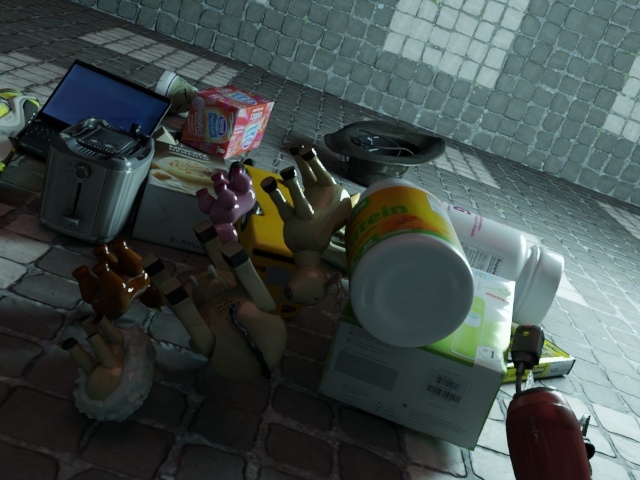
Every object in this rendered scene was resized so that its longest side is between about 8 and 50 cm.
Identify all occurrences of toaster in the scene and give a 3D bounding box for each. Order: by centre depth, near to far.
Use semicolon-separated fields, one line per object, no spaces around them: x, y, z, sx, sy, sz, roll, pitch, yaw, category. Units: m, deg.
-0.333;-0.092;1.172;0.129;0.146;0.227;20;19;-6;toaster

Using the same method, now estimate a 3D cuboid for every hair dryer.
0.281;0.245;0.876;0.223;0.080;0.293;55;32;-16;hair dryer

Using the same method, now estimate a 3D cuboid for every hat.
0.168;-0.207;2.071;0.332;0.133;0.331;4;25;-2;hat

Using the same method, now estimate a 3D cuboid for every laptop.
-0.454;-0.237;1.474;0.234;0.136;0.264;24;18;11;laptop

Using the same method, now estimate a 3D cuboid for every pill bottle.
0.098;0.011;0.951;0.137;0.136;0.245;18;22;-9;pill bottle
0.242;0.035;1.300;0.283;0.160;0.160;21;18;3;pill bottle

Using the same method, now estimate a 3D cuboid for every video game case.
0.246;0.144;1.304;0.248;0.035;0.275;3;24;-42;video game case

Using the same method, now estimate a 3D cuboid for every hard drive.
-0.396;-0.270;1.814;0.135;0.022;0.094;31;21;29;hard drive

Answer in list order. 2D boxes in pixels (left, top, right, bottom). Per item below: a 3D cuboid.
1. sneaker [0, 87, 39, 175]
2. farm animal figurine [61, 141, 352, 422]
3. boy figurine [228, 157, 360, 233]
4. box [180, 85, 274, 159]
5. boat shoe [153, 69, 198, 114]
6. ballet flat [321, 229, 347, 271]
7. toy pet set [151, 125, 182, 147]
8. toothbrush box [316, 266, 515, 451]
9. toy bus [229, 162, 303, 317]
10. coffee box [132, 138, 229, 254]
-0.520;-0.165;1.153;0.147;0.145;0.384;29;13;-22;sneaker
-0.098;0.055;0.875;0.172;0.331;0.326;63;2;-24;farm animal figurine
-0.032;-0.078;1.501;0.285;0.092;0.177;13;-8;-30;boy figurine
-0.220;-0.289;1.890;0.123;0.128;0.257;23;18;8;box
-0.366;-0.378;2.026;0.094;0.109;0.302;21;15;-4;boat shoe
0.000;0.000;1.395;0.213;0.068;0.072;21;19;1;ballet flat
-0.309;-0.166;1.591;0.114;0.065;0.122;51;3;-34;toy pet set
0.139;0.124;1.050;0.206;0.122;0.283;20;23;9;toothbrush box
-0.089;-0.015;1.243;0.108;0.130;0.332;14;19;-18;toy bus
-0.232;-0.077;1.314;0.141;0.098;0.246;14;19;-17;coffee box
